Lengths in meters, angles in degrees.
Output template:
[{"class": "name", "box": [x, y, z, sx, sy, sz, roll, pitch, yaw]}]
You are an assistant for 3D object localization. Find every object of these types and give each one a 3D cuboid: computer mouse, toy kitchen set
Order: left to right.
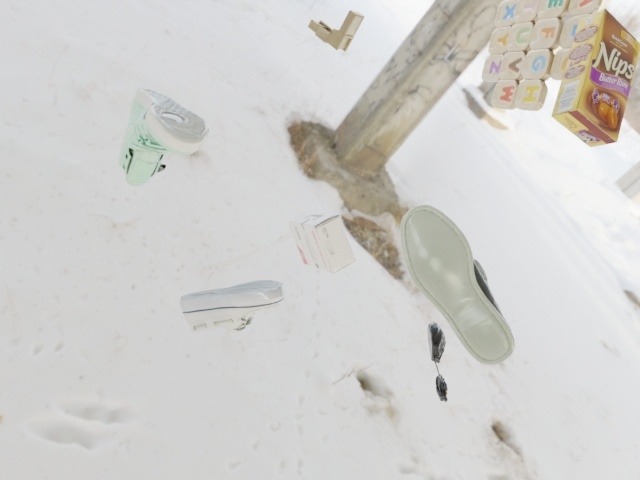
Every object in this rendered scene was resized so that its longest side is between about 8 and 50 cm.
[{"class": "toy kitchen set", "box": [0.038, -0.414, 1.047, 0.083, 0.075, 0.068, 45, 33, 20]}, {"class": "computer mouse", "box": [0.287, 0.285, 1.304, 0.041, 0.071, 0.242, -2, 36, 5]}]

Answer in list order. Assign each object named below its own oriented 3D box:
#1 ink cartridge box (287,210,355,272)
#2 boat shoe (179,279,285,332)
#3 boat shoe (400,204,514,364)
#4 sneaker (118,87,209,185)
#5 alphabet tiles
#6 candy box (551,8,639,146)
[{"class": "ink cartridge box", "box": [0.000, 0.000, 1.687, 0.218, 0.092, 0.159, 16, -51, 65]}, {"class": "boat shoe", "box": [-0.144, 0.117, 0.929, 0.083, 0.226, 0.076, -23, 101, -50]}, {"class": "boat shoe", "box": [0.227, 0.072, 0.942, 0.303, 0.114, 0.091, 63, 11, -7]}, {"class": "sneaker", "box": [-0.255, -0.141, 0.874, 0.094, 0.151, 0.256, 10, 19, -33]}, {"class": "alphabet tiles", "box": [0.417, -0.399, 1.069, 0.021, 0.284, 0.278, 7, 13, -23]}, {"class": "candy box", "box": [0.449, -0.261, 0.887, 0.109, 0.053, 0.187, 25, 76, -26]}]
